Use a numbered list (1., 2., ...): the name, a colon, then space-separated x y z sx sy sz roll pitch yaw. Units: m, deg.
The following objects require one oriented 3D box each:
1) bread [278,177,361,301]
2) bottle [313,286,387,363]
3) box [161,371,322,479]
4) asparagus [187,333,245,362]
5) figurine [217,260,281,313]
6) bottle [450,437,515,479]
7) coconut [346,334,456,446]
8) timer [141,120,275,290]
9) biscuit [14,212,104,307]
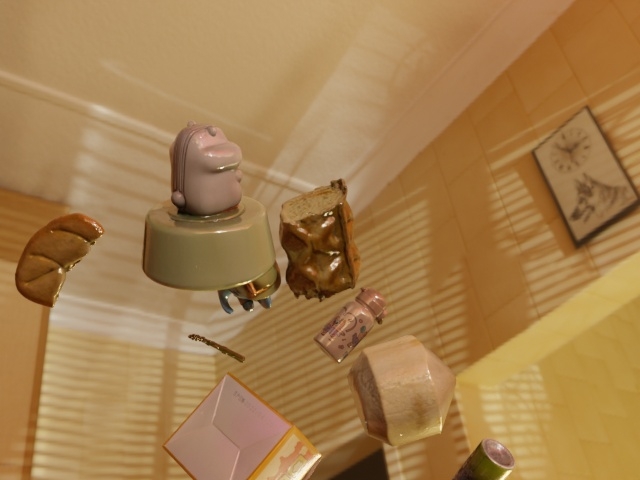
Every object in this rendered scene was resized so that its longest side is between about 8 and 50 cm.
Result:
1. bread: -0.001 0.003 1.766 0.238 0.196 0.252 -26 -61 -18
2. bottle: 0.088 0.218 1.786 0.209 0.110 0.097 -45 8 -12
3. box: -0.198 0.545 1.773 0.260 0.283 0.214 -48 -44 -15
4. asparagus: -0.304 0.315 2.034 0.025 0.024 0.248 19 -13 41
5. figurine: -0.201 0.103 1.854 0.153 0.180 0.262 4 -20 -23
6. bottle: 0.335 0.616 1.641 0.093 0.093 0.330 15 -62 -29
7. coconut: 0.242 0.428 2.002 0.322 0.323 0.323 -6 -36 -5
8. timer: -0.241 -0.092 1.455 0.290 0.291 0.316 -3 -69 -9
9. biscuit: -0.697 0.039 1.804 0.154 0.045 0.299 39 -76 2
